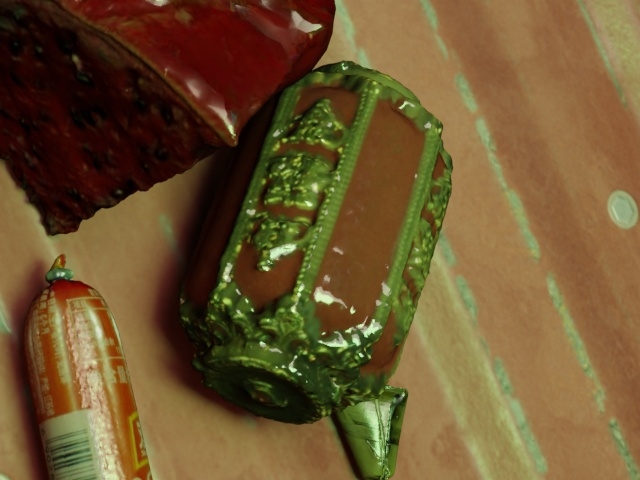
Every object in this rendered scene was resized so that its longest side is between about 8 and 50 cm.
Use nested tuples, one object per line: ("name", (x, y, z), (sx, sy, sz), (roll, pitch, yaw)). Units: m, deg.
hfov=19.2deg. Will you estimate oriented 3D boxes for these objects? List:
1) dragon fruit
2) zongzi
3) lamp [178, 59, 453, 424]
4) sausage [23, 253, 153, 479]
("dragon fruit", (-0.132, -0.140, 1.383), (0.302, 0.240, 0.330), (36, 30, 13))
("zongzi", (0.022, 0.143, 1.448), (0.083, 0.040, 0.076), (15, 73, -17))
("lamp", (0.000, 0.000, 1.401), (0.177, 0.177, 0.274), (32, 57, -22))
("sausage", (-0.157, 0.142, 1.304), (0.074, 0.074, 0.274), (-7, 78, -35))
